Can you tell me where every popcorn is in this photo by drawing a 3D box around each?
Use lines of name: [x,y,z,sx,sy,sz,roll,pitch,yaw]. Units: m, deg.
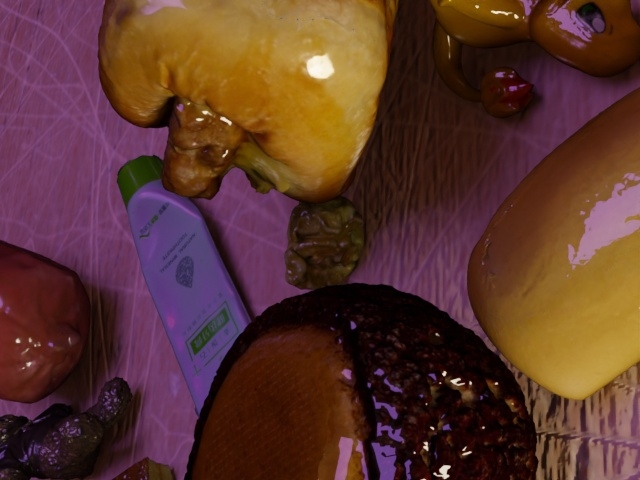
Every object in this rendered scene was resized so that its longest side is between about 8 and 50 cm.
popcorn: [0.002,0.001,0.979,0.068,0.059,0.083,111,176,-71]

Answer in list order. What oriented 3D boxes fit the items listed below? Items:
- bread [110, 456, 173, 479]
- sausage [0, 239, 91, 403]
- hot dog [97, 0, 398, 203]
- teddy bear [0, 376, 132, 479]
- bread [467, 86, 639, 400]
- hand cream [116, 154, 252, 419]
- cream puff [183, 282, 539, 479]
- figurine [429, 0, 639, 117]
bread: [-0.157,0.238,1.043,0.094,0.035,0.090,-36,49,28]
sausage: [-0.303,0.068,1.201,0.254,0.148,0.148,22,88,50]
hot dog: [-0.041,-0.161,0.952,0.405,0.185,0.223,-78,2,-57]
teddy bear: [-0.233,0.180,1.124,0.160,0.078,0.119,-16,19,29]
bread: [0.180,-0.009,0.771,0.217,0.098,0.147,-46,48,21]
hand cream: [-0.114,0.037,1.101,0.275,0.050,0.079,62,144,38]
cream puff: [0.027,0.146,0.798,0.239,0.164,0.239,-27,54,43]
figurine: [0.142,-0.142,0.893,0.176,0.121,0.122,24,117,40]
